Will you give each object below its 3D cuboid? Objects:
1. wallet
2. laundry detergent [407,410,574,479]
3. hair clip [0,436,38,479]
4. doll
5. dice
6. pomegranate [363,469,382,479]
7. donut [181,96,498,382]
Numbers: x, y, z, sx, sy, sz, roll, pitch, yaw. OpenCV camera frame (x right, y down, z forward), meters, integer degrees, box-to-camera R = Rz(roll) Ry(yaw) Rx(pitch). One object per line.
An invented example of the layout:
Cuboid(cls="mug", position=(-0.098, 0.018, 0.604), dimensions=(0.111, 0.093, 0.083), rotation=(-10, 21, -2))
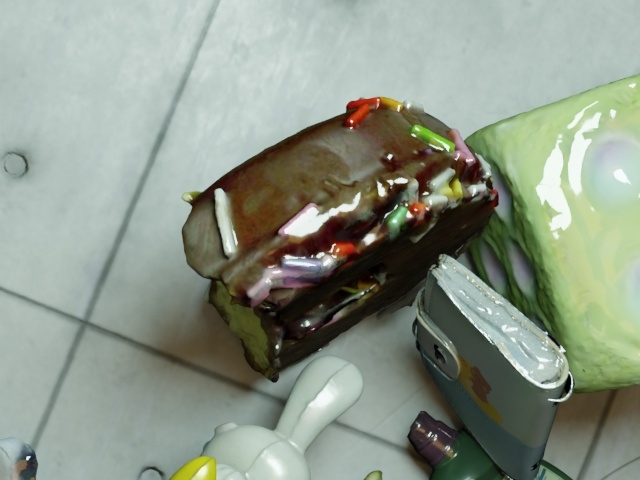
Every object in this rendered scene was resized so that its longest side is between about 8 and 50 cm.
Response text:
Cuboid(cls="wallet", position=(0.149, 0.107, 1.381), dimensions=(0.069, 0.231, 0.170), rotation=(-36, 68, -16))
Cuboid(cls="laundry detergent", position=(0.161, 0.249, 1.483), dimensions=(0.221, 0.078, 0.144), rotation=(39, 63, -9))
Cuboid(cls="hair clip", position=(-0.278, 0.302, 1.390), dimensions=(0.146, 0.075, 0.257), rotation=(5, 79, 30))
Cuboid(cls="doll", position=(-0.077, 0.231, 1.382), dimensions=(0.111, 0.237, 0.252), rotation=(35, 121, 26))
Cuboid(cls="dice", position=(0.279, -0.014, 1.425), dimensions=(0.249, 0.254, 0.252), rotation=(-17, 89, -10))
Cuboid(cls="pomegranate", position=(0.034, 0.343, 1.401), dimensions=(0.221, 0.204, 0.277), rotation=(16, 84, -1))
Cuboid(cls="donut", position=(0.019, -0.012, 1.333), dimensions=(0.259, 0.345, 0.136), rotation=(-34, 78, -5))
